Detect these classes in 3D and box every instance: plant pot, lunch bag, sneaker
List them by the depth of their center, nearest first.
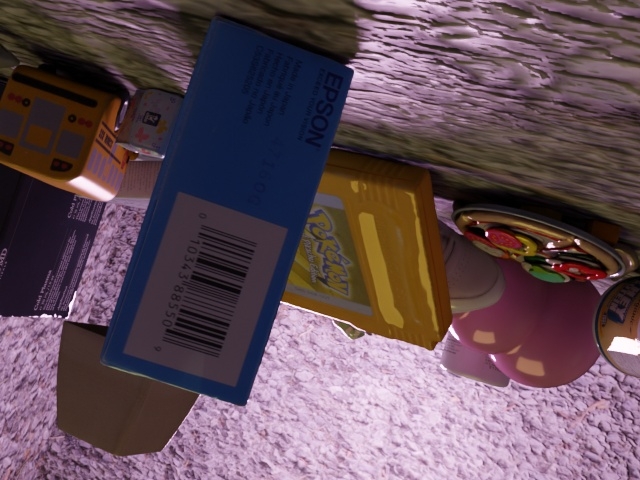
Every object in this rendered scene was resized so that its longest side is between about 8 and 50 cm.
[{"bbox_3d":[-0.179,0.139,0.734,0.109,0.096,0.109,16,175,23],"label":"plant pot"},{"bbox_3d":[-0.186,-0.130,0.888,0.053,0.071,0.083,25,174,-39],"label":"lunch bag"},{"bbox_3d":[0.102,0.004,1.035,0.305,0.114,0.152,25,165,3],"label":"sneaker"}]

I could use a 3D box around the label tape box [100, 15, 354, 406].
[{"bbox_3d":[-0.089,-0.018,0.700,0.115,0.249,0.347,18,176,-7],"label":"label tape box"}]

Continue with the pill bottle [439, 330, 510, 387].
[{"bbox_3d":[0.312,0.144,1.471,0.131,0.229,0.131,17,176,1],"label":"pill bottle"}]

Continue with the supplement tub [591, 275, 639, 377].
[{"bbox_3d":[0.463,0.119,1.047,0.144,0.144,0.199,18,176,-5],"label":"supplement tub"}]

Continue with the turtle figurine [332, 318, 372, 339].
[{"bbox_3d":[0.093,0.052,1.279,0.266,0.198,0.274,-3,167,-46],"label":"turtle figurine"}]

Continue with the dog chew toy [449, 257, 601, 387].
[{"bbox_3d":[0.290,0.101,1.266,0.332,0.206,0.206,26,174,-18],"label":"dog chew toy"}]

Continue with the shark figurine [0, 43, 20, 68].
[{"bbox_3d":[-0.471,-0.202,0.843,0.278,0.116,0.166,12,173,38],"label":"shark figurine"}]

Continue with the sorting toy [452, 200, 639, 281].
[{"bbox_3d":[0.275,0.005,1.001,0.229,0.041,0.307,16,177,15],"label":"sorting toy"}]

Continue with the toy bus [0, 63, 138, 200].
[{"bbox_3d":[-0.300,-0.127,0.993,0.108,0.130,0.332,18,176,-6],"label":"toy bus"}]

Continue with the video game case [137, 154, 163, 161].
[{"bbox_3d":[-0.355,-0.161,1.623,0.201,0.023,0.183,16,177,13],"label":"video game case"}]

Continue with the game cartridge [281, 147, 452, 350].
[{"bbox_3d":[0.000,0.000,0.993,0.323,0.053,0.285,16,142,31],"label":"game cartridge"}]

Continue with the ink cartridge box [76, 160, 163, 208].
[{"bbox_3d":[-0.158,-0.076,1.285,0.330,0.071,0.324,3,177,21],"label":"ink cartridge box"}]

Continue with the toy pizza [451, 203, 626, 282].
[{"bbox_3d":[0.242,0.011,0.908,0.201,0.032,0.201,21,171,3],"label":"toy pizza"}]

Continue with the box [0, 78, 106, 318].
[{"bbox_3d":[-0.496,-0.060,1.283,0.179,0.343,0.312,17,176,8],"label":"box"}]
